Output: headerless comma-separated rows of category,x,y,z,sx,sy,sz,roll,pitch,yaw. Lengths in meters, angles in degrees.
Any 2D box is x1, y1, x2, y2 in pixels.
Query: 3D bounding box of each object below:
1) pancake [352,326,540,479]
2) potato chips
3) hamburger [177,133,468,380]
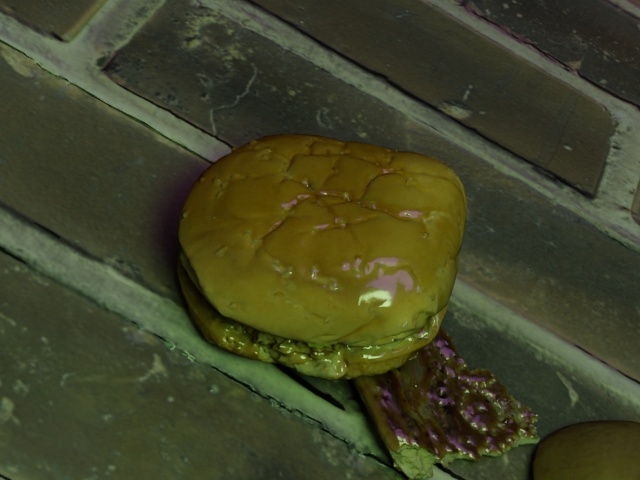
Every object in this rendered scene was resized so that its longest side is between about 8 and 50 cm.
pancake,0.133,0.145,1.319,0.245,0.057,0.266,19,47,-13
potato chips,0.323,0.246,1.292,0.208,0.061,0.195,-12,38,-31
hamburger,0.000,0.000,1.271,0.319,0.158,0.318,1,44,-1
